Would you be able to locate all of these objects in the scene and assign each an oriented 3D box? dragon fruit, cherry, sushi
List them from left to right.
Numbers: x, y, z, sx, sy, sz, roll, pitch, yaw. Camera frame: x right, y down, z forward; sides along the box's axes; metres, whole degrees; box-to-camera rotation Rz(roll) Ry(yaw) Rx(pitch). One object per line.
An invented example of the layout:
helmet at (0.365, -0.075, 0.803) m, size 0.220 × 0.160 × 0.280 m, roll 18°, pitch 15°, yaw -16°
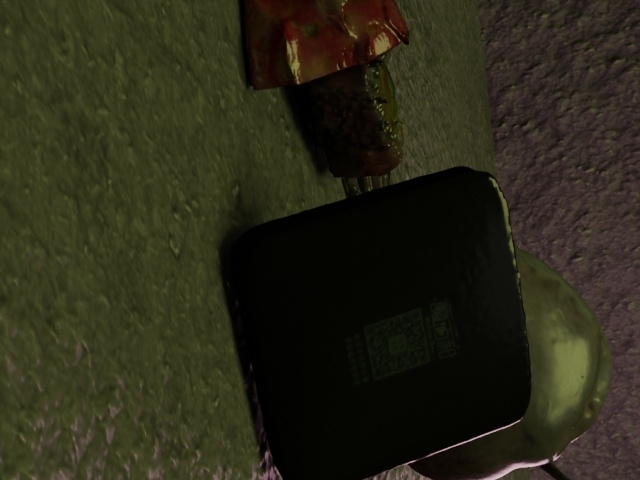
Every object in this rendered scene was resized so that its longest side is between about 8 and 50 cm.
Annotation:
dragon fruit at (0.017, -0.264, 1.561) m, size 0.274 × 0.161 × 0.126 m, roll -61°, pitch 147°, yaw -63°
sushi at (0.042, -0.147, 1.728) m, size 0.241 × 0.108 × 0.161 m, roll -68°, pitch 149°, yaw -72°
cherry at (0.221, 0.151, 1.890) m, size 0.291 × 0.326 × 0.334 m, roll -127°, pitch -145°, yaw -76°

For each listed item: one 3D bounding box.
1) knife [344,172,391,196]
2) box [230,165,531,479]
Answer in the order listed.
knife at (0.076, 0.031, 1.960) m, size 0.089 × 0.043 × 0.365 m, roll -27°, pitch 119°, yaw -39°
box at (0.066, 0.091, 1.439) m, size 0.073 × 0.289 × 0.290 m, roll -139°, pitch -146°, yaw -63°
